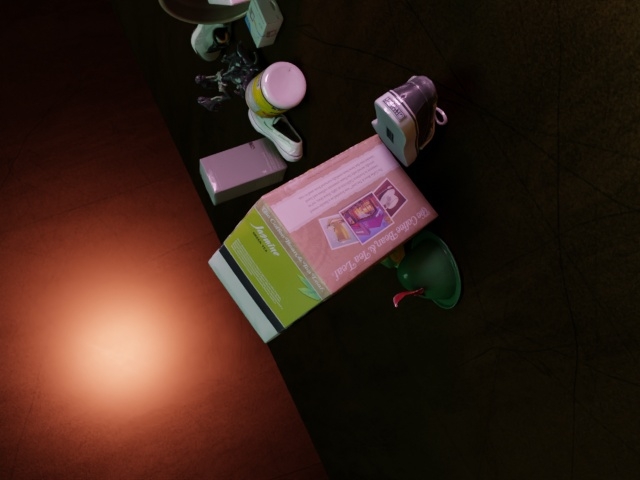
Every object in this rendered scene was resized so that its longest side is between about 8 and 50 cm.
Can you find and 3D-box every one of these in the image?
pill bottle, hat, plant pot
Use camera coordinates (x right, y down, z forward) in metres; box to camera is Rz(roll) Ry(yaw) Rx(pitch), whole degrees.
[{"bbox_3d":[-0.124,-0.384,1.713,0.215,0.117,0.117,3,114,69],"label":"pill bottle"},{"bbox_3d":[0.168,0.084,1.353,0.173,0.184,0.208,57,158,28],"label":"hat"},{"bbox_3d":[-0.284,-0.709,1.658,0.263,0.263,0.229,138,127,-69],"label":"plant pot"}]

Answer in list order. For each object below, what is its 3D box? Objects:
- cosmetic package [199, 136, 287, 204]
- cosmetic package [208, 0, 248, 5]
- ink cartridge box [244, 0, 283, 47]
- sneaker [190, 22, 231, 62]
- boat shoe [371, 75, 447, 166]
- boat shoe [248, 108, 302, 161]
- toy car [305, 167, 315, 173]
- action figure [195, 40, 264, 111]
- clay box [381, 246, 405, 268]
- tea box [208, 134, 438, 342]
[{"bbox_3d":[-0.238,-0.214,2.006,0.127,0.238,0.107,62,160,13],"label":"cosmetic package"},{"bbox_3d":[-0.161,-0.620,1.460,0.151,0.184,0.151,34,141,55],"label":"cosmetic package"},{"bbox_3d":[-0.144,-0.562,1.674,0.088,0.052,0.122,66,159,6],"label":"ink cartridge box"},{"bbox_3d":[-0.329,-0.623,2.023,0.108,0.100,0.271,59,159,9],"label":"sneaker"},{"bbox_3d":[0.159,-0.219,1.178,0.113,0.105,0.306,52,-178,12],"label":"boat shoe"},{"bbox_3d":[-0.117,-0.320,1.844,0.226,0.083,0.075,47,142,21],"label":"boat shoe"},{"bbox_3d":[0.024,-0.093,1.639,0.182,0.159,0.136,65,-165,6],"label":"toy car"},{"bbox_3d":[-0.239,-0.470,1.903,0.276,0.141,0.164,-11,93,43],"label":"action figure"},{"bbox_3d":[0.131,-0.033,1.520,0.127,0.053,0.222,30,138,58],"label":"clay box"},{"bbox_3d":[0.000,0.000,1.347,0.220,0.329,0.323,54,143,4],"label":"tea box"}]
